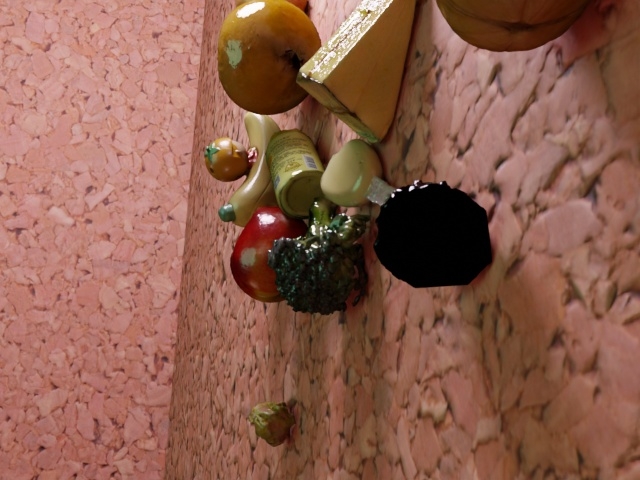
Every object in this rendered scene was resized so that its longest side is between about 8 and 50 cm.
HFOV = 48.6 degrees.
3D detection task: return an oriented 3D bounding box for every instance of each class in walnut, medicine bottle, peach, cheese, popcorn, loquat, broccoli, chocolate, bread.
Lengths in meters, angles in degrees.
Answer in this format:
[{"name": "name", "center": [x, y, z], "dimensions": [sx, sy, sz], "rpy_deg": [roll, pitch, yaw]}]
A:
[{"name": "walnut", "center": [0.208, -0.318, 0.771], "dimensions": [0.193, 0.193, 0.225], "rpy_deg": [145, 129, -64]}, {"name": "medicine bottle", "center": [-0.051, -0.149, 1.524], "dimensions": [0.239, 0.124, 0.124], "rpy_deg": [-110, 33, -56]}, {"name": "peach", "center": [-0.103, 0.029, 1.504], "dimensions": [0.192, 0.190, 0.190], "rpy_deg": [64, 147, 24]}, {"name": "cheese", "center": [0.081, -0.101, 1.233], "dimensions": [0.127, 0.050, 0.255], "rpy_deg": [-65, 29, 8]}, {"name": "popcorn", "center": [-0.105, 0.386, 1.522], "dimensions": [0.097, 0.109, 0.089], "rpy_deg": [39, 91, 28]}, {"name": "loquat", "center": [-0.122, -0.420, 1.626], "dimensions": [0.263, 0.263, 0.263], "rpy_deg": [-173, 90, -71]}, {"name": "broccoli", "center": [0.007, -0.007, 1.298], "dimensions": [0.198, 0.177, 0.274], "rpy_deg": [126, 162, -50]}, {"name": "chocolate", "center": [0.151, -0.029, 0.949], "dimensions": [0.133, 0.156, 0.156], "rpy_deg": [-61, -10, -62]}, {"name": "bread", "center": [0.110, -0.323, 1.255], "dimensions": [0.264, 0.163, 0.167], "rpy_deg": [-48, 24, 4]}]

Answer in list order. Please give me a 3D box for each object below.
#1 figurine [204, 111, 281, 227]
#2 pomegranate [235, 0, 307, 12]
[{"name": "figurine", "center": [-0.177, -0.179, 1.732], "dimensions": [0.124, 0.222, 0.324], "rpy_deg": [126, 145, -58]}, {"name": "pomegranate", "center": [-0.128, -0.606, 1.815], "dimensions": [0.191, 0.191, 0.191], "rpy_deg": [-173, 90, -71]}]
